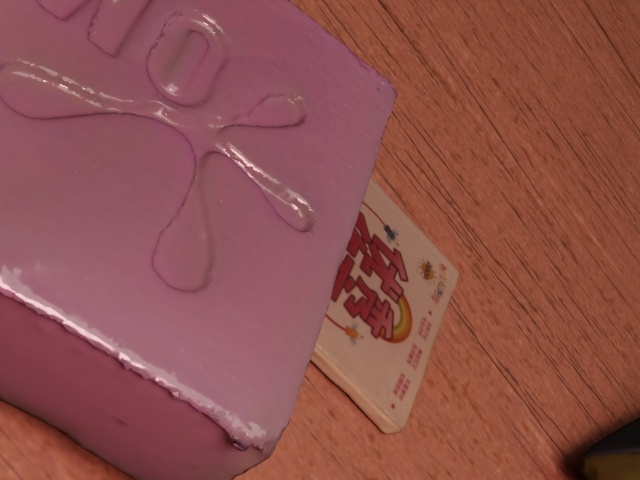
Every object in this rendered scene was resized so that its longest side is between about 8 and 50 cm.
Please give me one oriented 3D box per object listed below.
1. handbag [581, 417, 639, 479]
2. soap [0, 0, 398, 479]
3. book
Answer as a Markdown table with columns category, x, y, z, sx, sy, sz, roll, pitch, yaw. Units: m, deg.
| category | x | y | z | sx | sy | sz | roll | pitch | yaw |
| --- | --- | --- | --- | --- | --- | --- | --- | --- | --- |
| handbag | 0.344 | 0.236 | 0.829 | 0.263 | 0.222 | 0.241 | -12 | 83 | -50 |
| soap | -0.123 | -0.055 | 0.576 | 0.296 | 0.107 | 0.285 | 34 | 48 | -19 |
| book | 0.000 | 0.000 | 0.751 | 0.232 | 0.022 | 0.162 | 45 | 44 | -17 |
